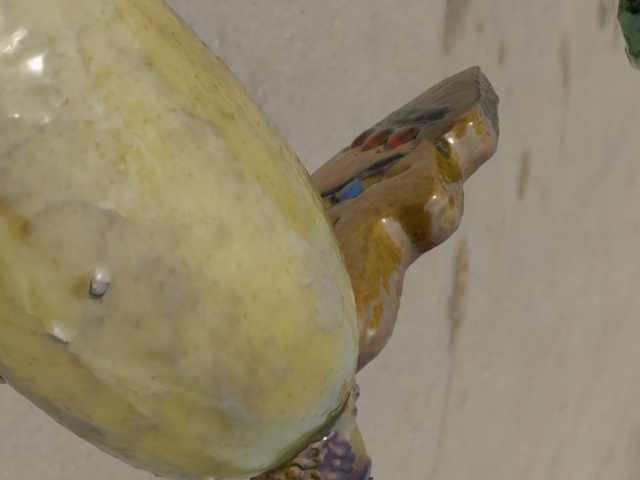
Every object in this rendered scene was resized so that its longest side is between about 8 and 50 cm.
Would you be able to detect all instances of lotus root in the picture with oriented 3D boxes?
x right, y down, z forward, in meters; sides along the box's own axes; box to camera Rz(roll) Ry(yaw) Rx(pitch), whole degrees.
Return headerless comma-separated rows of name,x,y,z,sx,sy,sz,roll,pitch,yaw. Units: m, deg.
lotus root,-0.083,-0.012,0.546,0.151,0.343,0.169,-46,-166,-9

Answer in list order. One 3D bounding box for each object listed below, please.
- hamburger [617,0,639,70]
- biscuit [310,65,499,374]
hamburger,0.150,-0.204,0.638,0.260,0.150,0.276,143,-65,-65
biscuit,-0.001,-0.001,0.794,0.043,0.278,0.301,48,62,-14
